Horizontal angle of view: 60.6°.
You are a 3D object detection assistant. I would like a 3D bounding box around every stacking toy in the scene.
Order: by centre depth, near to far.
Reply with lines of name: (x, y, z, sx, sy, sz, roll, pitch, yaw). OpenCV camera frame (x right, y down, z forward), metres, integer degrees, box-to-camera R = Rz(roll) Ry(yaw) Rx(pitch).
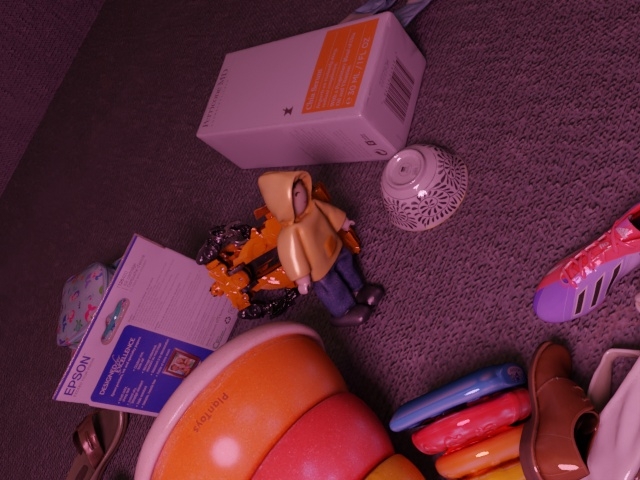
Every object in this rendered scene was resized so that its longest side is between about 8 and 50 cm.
stacking toy: (0.228, 0.317, 0.667, 0.165, 0.175, 0.302, -33, 63, 25)
stacking toy: (0.027, 0.360, 0.700, 0.479, 0.350, 0.351, 31, 89, 32)

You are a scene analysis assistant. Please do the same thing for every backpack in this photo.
backpack: (-0.468, 0.155, 1.263, 0.253, 0.191, 0.225, -24, 54, 21)

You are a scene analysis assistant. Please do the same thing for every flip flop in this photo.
flip flop: (-0.511, 0.450, 1.209, 0.112, 0.080, 0.277, 17, 79, 42)

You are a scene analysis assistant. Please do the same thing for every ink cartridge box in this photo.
ink cartridge box: (-0.306, 0.171, 1.034, 0.072, 0.307, 0.304, 17, 79, 43)

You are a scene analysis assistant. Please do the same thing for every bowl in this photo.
bowl: (0.164, -0.109, 0.962, 0.170, 0.080, 0.170, -18, 59, 32)

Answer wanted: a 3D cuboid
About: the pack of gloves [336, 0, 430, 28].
pack of gloves: (0.149, -0.477, 1.165, 0.195, 0.046, 0.232, 17, 56, 43)

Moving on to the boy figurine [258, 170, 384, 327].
boy figurine: (0.000, 0.000, 0.901, 0.092, 0.285, 0.177, -9, 28, 43)

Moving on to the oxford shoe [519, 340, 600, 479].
oxford shoe: (0.289, 0.196, 0.643, 0.076, 0.076, 0.212, -27, 19, 35)

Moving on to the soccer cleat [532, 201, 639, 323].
soccer cleat: (0.379, 0.017, 0.719, 0.248, 0.095, 0.083, -38, 50, 16)

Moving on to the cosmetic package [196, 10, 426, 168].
cosmetic package: (-0.031, -0.294, 1.154, 0.452, 0.161, 0.230, 2, 69, 39)

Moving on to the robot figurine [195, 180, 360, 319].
robot figurine: (-0.084, 0.025, 1.025, 0.290, 0.211, 0.085, -29, 17, 14)

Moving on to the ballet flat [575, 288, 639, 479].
ballet flat: (0.405, 0.127, 0.635, 0.139, 0.139, 0.401, 28, 88, 43)
